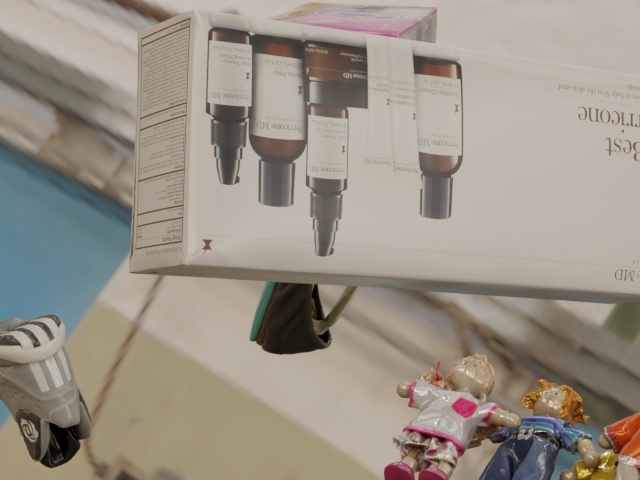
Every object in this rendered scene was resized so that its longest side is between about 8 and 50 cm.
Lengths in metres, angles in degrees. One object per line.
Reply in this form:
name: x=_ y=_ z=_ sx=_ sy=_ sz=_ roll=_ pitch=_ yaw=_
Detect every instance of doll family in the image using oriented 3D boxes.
doll family: x=0.182 y=0.167 z=1.264 sx=0.263 sy=0.163 sz=0.118 roll=6 pitch=-50 yaw=30

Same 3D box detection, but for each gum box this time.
gum box: x=0.024 y=-0.145 z=1.293 sx=0.107 sy=0.062 sz=0.188 roll=5 pitch=15 yaw=12

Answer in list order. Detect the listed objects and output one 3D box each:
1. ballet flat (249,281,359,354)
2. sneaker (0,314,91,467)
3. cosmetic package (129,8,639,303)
ballet flat: x=0.000 y=0.000 z=1.608 sx=0.096 sy=0.095 sz=0.280 roll=12 pitch=-48 yaw=-1
sneaker: x=-0.268 y=0.141 z=1.493 sx=0.229 sy=0.086 sz=0.132 roll=-9 pitch=-76 yaw=66
cosmetic package: x=0.044 y=-0.028 z=0.687 sx=0.239 sy=0.098 sz=0.060 roll=4 pitch=-4 yaw=-29
